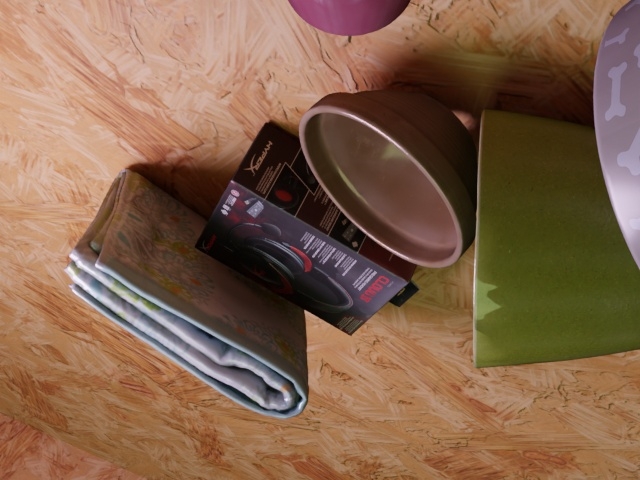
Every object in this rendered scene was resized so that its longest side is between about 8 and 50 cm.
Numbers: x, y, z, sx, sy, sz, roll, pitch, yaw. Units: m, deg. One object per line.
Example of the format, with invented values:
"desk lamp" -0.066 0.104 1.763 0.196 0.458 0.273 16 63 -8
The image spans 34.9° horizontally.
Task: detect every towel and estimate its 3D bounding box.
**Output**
"towel" -0.170 0.066 1.459 0.374 0.320 0.090 37 110 -15

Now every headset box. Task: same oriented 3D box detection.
"headset box" 0.000 0.000 1.389 0.293 0.110 0.218 30 150 -6

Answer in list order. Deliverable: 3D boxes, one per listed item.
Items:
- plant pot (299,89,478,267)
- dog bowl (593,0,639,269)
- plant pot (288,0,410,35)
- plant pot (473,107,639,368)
"plant pot" 0.097 -0.090 1.153 0.237 0.110 0.237 37 158 17
"dog bowl" 0.347 -0.068 0.819 0.102 0.348 0.349 -18 128 46
"plant pot" 0.025 -0.279 0.892 0.201 0.201 0.180 22 165 8
"plant pot" 0.311 0.002 1.057 0.294 0.274 0.275 2 144 10
